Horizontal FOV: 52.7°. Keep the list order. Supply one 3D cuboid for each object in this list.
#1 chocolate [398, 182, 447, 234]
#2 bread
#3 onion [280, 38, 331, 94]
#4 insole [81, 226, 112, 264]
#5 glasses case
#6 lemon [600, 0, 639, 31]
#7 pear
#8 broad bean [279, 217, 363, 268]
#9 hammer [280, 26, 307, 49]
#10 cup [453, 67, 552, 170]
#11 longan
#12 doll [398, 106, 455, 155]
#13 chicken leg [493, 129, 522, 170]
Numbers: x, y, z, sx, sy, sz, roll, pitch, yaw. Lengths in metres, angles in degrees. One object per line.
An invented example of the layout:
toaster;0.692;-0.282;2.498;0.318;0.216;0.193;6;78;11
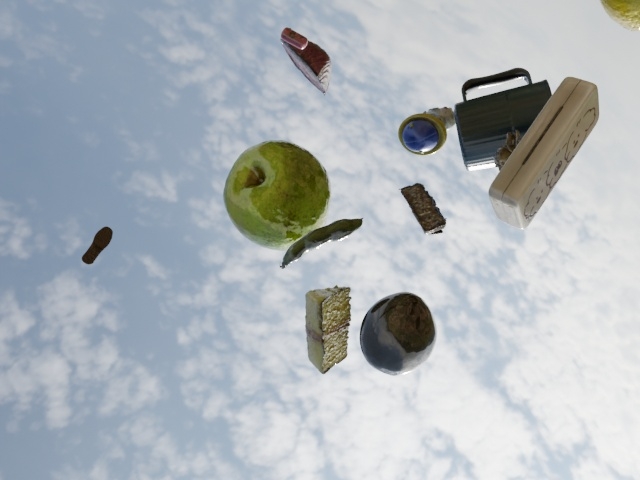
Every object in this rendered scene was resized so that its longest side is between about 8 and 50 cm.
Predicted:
chocolate;0.381;-0.117;2.393;0.329;0.102;0.065;-107;1;-58
bread;0.015;0.287;2.089;0.178;0.142;0.266;-36;-55;-67
onion;-0.039;-0.699;2.464;0.247;0.111;0.250;49;-177;7
insole;-0.608;0.013;1.766;0.045;0.002;0.135;34;-131;-12
glasses case;0.499;-0.193;1.431;0.076;0.336;0.144;30;170;35
lemon;0.912;-0.719;1.810;0.320;0.245;0.245;46;-154;-32
pear;-0.131;-0.138;2.179;0.391;0.391;0.391;29;-146;-22
broad bean;-0.002;-0.003;1.684;0.065;0.254;0.046;60;-175;-33
hammer;-0.077;-0.597;1.906;0.083;0.043;0.043;30;-149;7
cup;0.577;-0.384;2.038;0.242;0.292;0.308;-32;-71;-73
longan;0.217;0.249;1.790;0.248;0.248;0.248;29;-146;-22
doll;0.439;-0.413;2.396;0.242;0.311;0.159;-29;-76;-53
chicken leg;0.545;-0.231;1.717;0.196;0.125;0.080;-4;-161;-33
